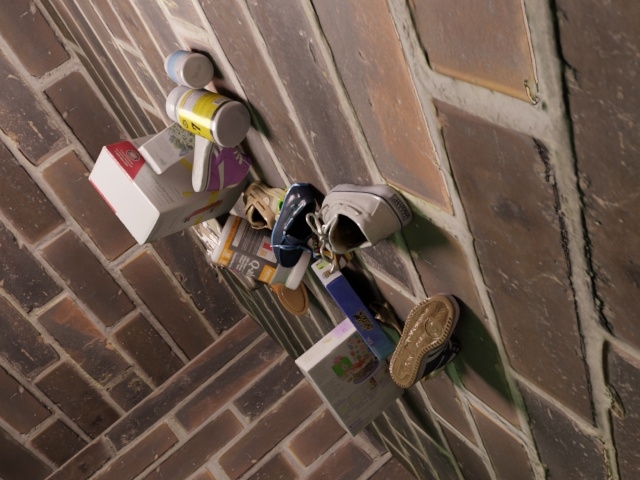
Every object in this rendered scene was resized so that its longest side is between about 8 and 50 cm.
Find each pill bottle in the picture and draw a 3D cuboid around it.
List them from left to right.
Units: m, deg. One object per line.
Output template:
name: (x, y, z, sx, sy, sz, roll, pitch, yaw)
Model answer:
pill bottle: (-0.340, -0.439, 1.813, 0.160, 0.087, 0.087, 31, 156, 53)
pill bottle: (-0.290, -0.322, 1.813, 0.209, 0.119, 0.119, 27, 154, 34)
pill bottle: (-0.181, 0.041, 2.191, 0.279, 0.162, 0.162, 23, 167, -6)

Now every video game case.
video game case: (0.090, 0.185, 2.002, 0.269, 0.061, 0.244, 54, 179, -15)

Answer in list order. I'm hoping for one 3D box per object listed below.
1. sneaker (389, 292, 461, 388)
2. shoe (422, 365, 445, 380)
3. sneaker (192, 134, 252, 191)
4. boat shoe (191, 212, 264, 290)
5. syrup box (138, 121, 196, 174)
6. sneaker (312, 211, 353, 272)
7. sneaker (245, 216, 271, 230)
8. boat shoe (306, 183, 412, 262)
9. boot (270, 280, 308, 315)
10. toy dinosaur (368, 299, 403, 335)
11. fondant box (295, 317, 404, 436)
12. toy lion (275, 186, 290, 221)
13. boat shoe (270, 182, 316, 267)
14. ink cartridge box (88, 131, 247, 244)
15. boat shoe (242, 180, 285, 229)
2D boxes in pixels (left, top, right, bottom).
sneaker: (0.262, 0.203, 1.585, 0.099, 0.153, 0.282, 46, 135, 27)
shoe: (0.285, 0.293, 1.797, 0.219, 0.058, 0.076, 87, 173, -60)
sneaker: (-0.266, -0.269, 2.003, 0.102, 0.161, 0.282, 57, 142, 44)
boat shoe: (-0.307, 0.032, 2.357, 0.132, 0.130, 0.355, -3, -126, -57)
syrup box: (-0.399, -0.296, 2.044, 0.093, 0.237, 0.096, 54, 165, -14)
sneaker: (0.000, 0.000, 1.864, 0.185, 0.084, 0.069, 47, 165, 16)
sneaker: (-0.222, -0.017, 2.490, 0.121, 0.099, 0.262, 46, 164, 37)
boat shoe: (0.051, -0.024, 1.503, 0.135, 0.156, 0.367, 55, 165, -14)
boot: (-0.135, 0.195, 2.702, 0.283, 0.109, 0.220, 48, 164, 20)
toy dinosaur: (0.184, 0.207, 1.917, 0.092, 0.053, 0.183, 44, -178, -42)
fondant box: (0.103, 0.453, 2.360, 0.330, 0.238, 0.096, 59, 165, -27)
toy lion: (-0.084, -0.097, 1.906, 0.100, 0.034, 0.096, 6, 99, 54)
boat shoe: (-0.069, -0.022, 1.813, 0.089, 0.109, 0.258, -124, 31, -42)
ink cartridge box: (-0.460, -0.185, 2.199, 0.279, 0.385, 0.160, 48, 129, 13)
boat shoe: (-0.177, -0.098, 2.108, 0.121, 0.110, 0.341, 56, 165, -17)
